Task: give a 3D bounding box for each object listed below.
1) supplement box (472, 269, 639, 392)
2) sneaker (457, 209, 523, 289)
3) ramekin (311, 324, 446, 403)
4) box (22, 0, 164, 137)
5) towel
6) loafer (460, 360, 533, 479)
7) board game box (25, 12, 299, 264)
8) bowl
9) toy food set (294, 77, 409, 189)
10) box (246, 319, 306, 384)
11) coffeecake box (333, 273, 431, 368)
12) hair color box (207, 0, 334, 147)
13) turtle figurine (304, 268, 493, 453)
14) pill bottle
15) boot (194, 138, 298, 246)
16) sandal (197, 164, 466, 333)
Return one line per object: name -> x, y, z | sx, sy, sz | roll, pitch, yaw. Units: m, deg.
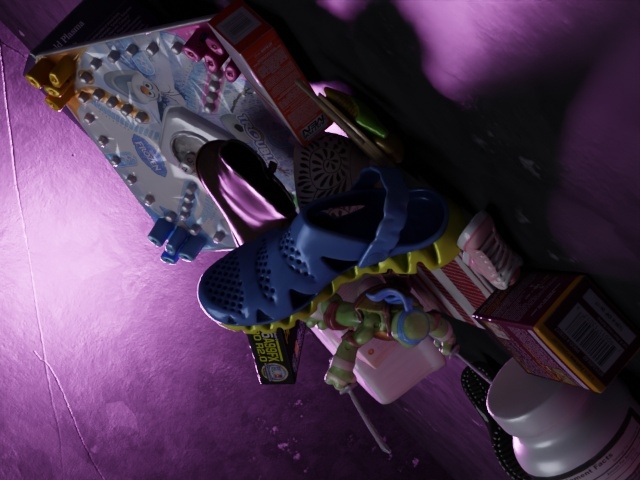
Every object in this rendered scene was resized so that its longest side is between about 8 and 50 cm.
supplement box -> 0.258, 0.096, 1.390 | 0.104, 0.081, 0.188 | 45, 171, -11
sneaker -> 0.194, 0.013, 1.403 | 0.070, 0.051, 0.134 | 37, 171, 18
ramekin -> 0.080, 0.156, 2.204 | 0.277, 0.135, 0.277 | 47, 175, 6
box -> -0.299, -0.233, 2.020 | 0.312, 0.179, 0.343 | 44, 171, -13
towel -> 0.156, 0.027, 1.679 | 0.237, 0.037, 0.329 | 48, 170, -20
loafer -> 0.309, 0.289, 2.027 | 0.078, 0.080, 0.220 | -10, -108, -62
board game box -> -0.172, -0.117, 1.738 | 0.390, 0.050, 0.390 | -3, 132, 40
bowl -> 0.032, -0.064, 1.566 | 0.080, 0.170, 0.170 | -9, 147, 18
toy food set -> 0.050, -0.129, 1.444 | 0.132, 0.038, 0.192 | 45, -177, 25
box -> -0.067, 0.062, 2.017 | 0.270, 0.060, 0.216 | -79, -17, -48
coffeecake box -> 0.067, 0.086, 1.988 | 0.185, 0.142, 0.068 | 49, 169, -27
hair color box -> -0.057, -0.197, 1.485 | 0.093, 0.053, 0.167 | 47, 174, 45
turtle figurine -> 0.090, 0.160, 1.817 | 0.274, 0.198, 0.266 | 53, 171, -24
pill bottle -> 0.335, 0.255, 1.528 | 0.278, 0.162, 0.162 | 47, 171, -19
boot -> -0.064, -0.025, 1.588 | 0.248, 0.090, 0.207 | 48, 170, -11
sandal -> 0.000, 0.000, 1.426 | 0.138, 0.317, 0.126 | 56, -169, -55
